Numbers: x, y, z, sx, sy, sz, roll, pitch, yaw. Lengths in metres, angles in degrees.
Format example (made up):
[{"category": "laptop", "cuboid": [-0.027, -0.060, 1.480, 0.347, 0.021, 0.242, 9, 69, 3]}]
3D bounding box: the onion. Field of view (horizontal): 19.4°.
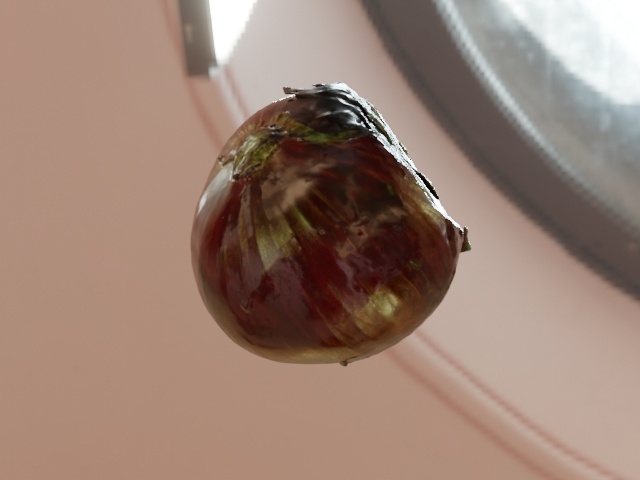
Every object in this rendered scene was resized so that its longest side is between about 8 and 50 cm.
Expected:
[{"category": "onion", "cuboid": [0.000, 0.000, 0.770, 0.119, 0.118, 0.117, -12, -160, -8]}]
